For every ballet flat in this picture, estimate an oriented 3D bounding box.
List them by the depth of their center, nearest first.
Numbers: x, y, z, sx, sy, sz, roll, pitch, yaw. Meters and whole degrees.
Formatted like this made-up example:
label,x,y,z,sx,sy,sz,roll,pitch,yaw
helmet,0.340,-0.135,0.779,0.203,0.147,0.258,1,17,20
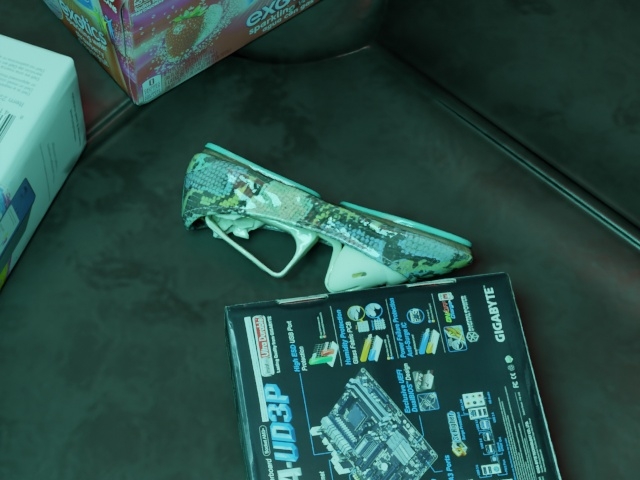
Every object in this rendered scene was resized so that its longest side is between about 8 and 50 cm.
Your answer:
label,x,y,z,sx,sy,sz,roll,pitch,yaw
ballet flat,0.000,0.000,1.129,0.188,0.070,0.070,20,59,13

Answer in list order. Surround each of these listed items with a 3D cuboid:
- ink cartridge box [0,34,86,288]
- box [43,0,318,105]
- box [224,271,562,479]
label,x,y,z,sx,sy,sz,roll,pitch,yaw
ink cartridge box,-0.259,-0.030,1.113,0.154,0.093,0.212,19,58,11
box,-0.058,-0.223,1.222,0.257,0.123,0.128,-33,65,-20
box,0.044,0.130,1.045,0.175,0.051,0.220,-7,58,-6
